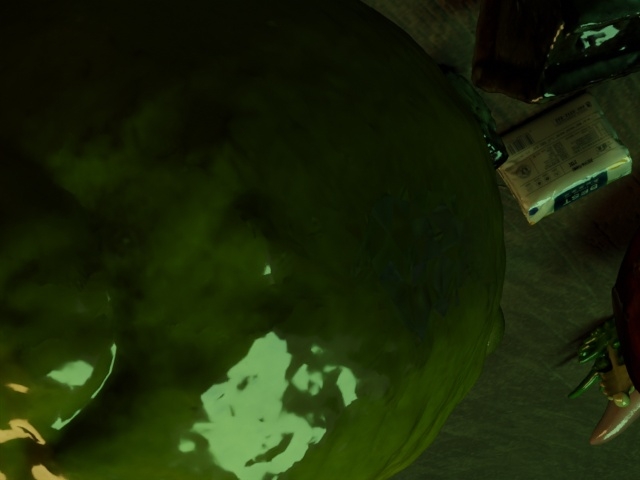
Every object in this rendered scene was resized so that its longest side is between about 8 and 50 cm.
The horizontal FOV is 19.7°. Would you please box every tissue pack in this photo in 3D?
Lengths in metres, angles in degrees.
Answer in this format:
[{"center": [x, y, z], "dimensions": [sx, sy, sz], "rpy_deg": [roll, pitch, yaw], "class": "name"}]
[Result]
[{"center": [0.166, -0.057, 1.276], "dimensions": [0.083, 0.062, 0.042], "rpy_deg": [-29, 158, -2], "class": "tissue pack"}]

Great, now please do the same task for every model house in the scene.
[{"center": [0.158, -0.133, 0.991], "dimensions": [0.165, 0.106, 0.152], "rpy_deg": [-16, 156, -22], "class": "model house"}]

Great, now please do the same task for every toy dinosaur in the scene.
[{"center": [0.365, 0.168, 1.991], "dimensions": [0.194, 0.177, 0.152], "rpy_deg": [-18, 158, -26], "class": "toy dinosaur"}]

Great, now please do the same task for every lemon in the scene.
[{"center": [-0.057, 0.004, 0.806], "dimensions": [0.285, 0.285, 0.316], "rpy_deg": [-29, -171, 1], "class": "lemon"}]

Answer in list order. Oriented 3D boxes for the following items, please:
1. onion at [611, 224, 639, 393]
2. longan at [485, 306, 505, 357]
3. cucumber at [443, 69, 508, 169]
[{"center": [0.407, 0.055, 1.580], "dimensions": [0.341, 0.341, 0.341], "rpy_deg": [-26, 162, -9], "class": "onion"}, {"center": [0.126, 0.061, 1.528], "dimensions": [0.083, 0.075, 0.075], "rpy_deg": [-49, 162, -3], "class": "longan"}, {"center": [-0.001, 0.000, 1.166], "dimensions": [0.300, 0.072, 0.072], "rpy_deg": [-40, 159, 30], "class": "cucumber"}]
